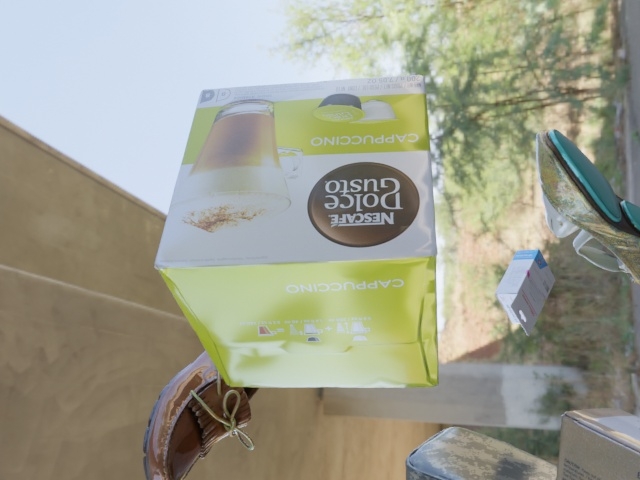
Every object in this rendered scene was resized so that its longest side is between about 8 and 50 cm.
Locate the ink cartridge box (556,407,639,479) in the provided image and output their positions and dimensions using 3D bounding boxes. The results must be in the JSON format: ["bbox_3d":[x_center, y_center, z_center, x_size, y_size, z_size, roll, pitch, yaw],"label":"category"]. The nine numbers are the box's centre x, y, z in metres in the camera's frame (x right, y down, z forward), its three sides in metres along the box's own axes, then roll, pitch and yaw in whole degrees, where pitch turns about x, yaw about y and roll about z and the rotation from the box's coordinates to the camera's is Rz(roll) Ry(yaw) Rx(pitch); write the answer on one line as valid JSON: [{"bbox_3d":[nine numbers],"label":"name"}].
[{"bbox_3d":[0.326,0.284,0.566,0.235,0.088,0.193,-163,77,-65],"label":"ink cartridge box"}]

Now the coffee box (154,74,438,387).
[{"bbox_3d":[0.000,0.000,0.934,0.338,0.338,0.334,77,-166,-51],"label":"coffee box"}]

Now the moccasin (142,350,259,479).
[{"bbox_3d":[-0.173,0.282,1.083,0.380,0.147,0.139,-44,-44,-63],"label":"moccasin"}]

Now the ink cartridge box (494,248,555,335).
[{"bbox_3d":[0.464,0.119,1.436,0.104,0.062,0.181,54,-125,-24],"label":"ink cartridge box"}]

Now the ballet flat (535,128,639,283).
[{"bbox_3d":[0.410,-0.032,0.937,0.349,0.123,0.123,30,-130,-25],"label":"ballet flat"}]

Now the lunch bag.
[{"bbox_3d":[0.322,0.544,1.205,0.213,0.305,0.255,-16,-71,-47],"label":"lunch bag"}]
